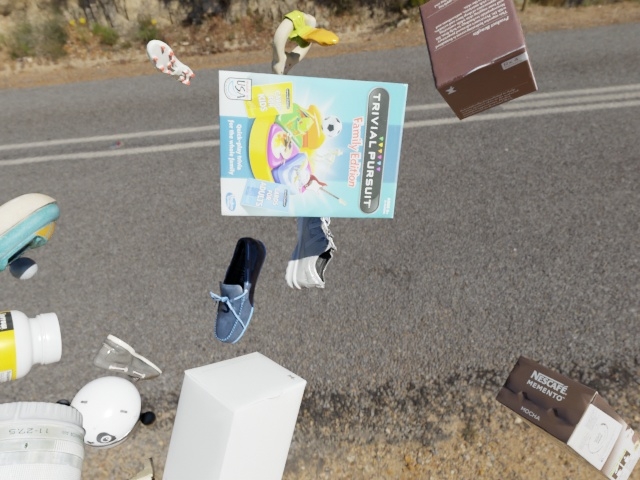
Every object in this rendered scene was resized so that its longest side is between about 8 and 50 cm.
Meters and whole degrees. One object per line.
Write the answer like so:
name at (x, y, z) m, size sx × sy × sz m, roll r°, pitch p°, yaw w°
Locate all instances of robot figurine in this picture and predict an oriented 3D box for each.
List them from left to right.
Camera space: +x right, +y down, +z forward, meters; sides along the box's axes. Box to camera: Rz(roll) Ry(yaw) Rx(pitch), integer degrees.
robot figurine at (-0.578, 0.472, 1.090) m, size 0.209 × 0.278 × 0.173 m, roll -24°, pitch 73°, yaw -33°

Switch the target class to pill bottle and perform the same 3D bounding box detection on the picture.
pill bottle at (-0.884, 0.286, 1.047) m, size 0.334 × 0.187 × 0.188 m, roll -5°, pitch 33°, yaw -43°

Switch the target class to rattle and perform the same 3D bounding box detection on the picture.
rattle at (-0.048, -0.422, 0.962) m, size 0.143 × 0.199 × 0.130 m, roll 32°, pitch 33°, yaw 2°

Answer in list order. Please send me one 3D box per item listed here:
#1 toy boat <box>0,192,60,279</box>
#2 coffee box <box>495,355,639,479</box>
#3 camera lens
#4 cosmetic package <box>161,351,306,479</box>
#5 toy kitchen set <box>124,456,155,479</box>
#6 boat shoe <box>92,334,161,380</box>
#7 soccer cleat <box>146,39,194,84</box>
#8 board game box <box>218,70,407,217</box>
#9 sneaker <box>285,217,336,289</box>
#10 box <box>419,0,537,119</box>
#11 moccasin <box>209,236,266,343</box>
toy boat at (-0.804, 0.011, 1.064) m, size 0.318 × 0.148 × 0.267 m, roll -27°, pitch 25°, yaw 44°
coffee box at (0.547, 0.394, 0.879) m, size 0.119 × 0.297 × 0.168 m, roll -55°, pitch 28°, yaw -7°
camera lens at (-0.538, 0.448, 0.684) m, size 0.219 × 0.219 × 0.274 m, roll -9°, pitch 52°, yaw -8°
cosmetic package at (-0.176, 0.428, 0.777) m, size 0.155 × 0.365 × 0.197 m, roll 18°, pitch 7°, yaw 36°
toy kitchen set at (-0.387, 0.515, 0.833) m, size 0.083 × 0.068 × 0.075 m, roll -11°, pitch 3°, yaw -22°
boat shoe at (-0.647, 0.417, 1.347) m, size 0.112 × 0.335 × 0.095 m, roll 23°, pitch 61°, yaw 19°
soccer cleat at (-0.421, -0.488, 1.098) m, size 0.076 × 0.068 × 0.196 m, roll 37°, pitch 5°, yaw 9°
board game box at (-0.019, -0.175, 0.769) m, size 0.336 × 0.253 × 0.079 m, roll 0°, pitch 18°, yaw -9°
sneaker at (0.000, 0.000, 1.075) m, size 0.115 × 0.105 × 0.281 m, roll 7°, pitch 80°, yaw 30°
box at (0.325, -0.399, 0.831) m, size 0.168 × 0.167 × 0.203 m, roll -16°, pitch 72°, yaw 32°
moccasin at (-0.281, 0.150, 1.276) m, size 0.138 × 0.117 × 0.341 m, roll 4°, pitch 76°, yaw 25°
